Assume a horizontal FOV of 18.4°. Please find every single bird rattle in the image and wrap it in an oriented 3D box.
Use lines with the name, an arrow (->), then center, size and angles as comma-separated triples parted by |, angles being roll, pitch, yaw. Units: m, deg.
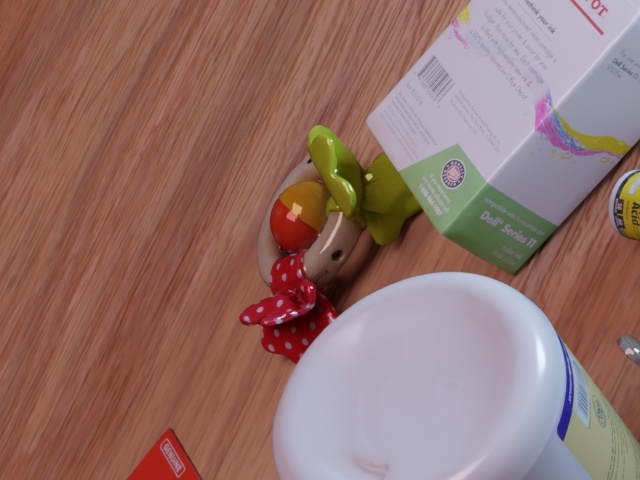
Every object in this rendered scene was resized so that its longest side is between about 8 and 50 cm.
bird rattle -> 0.000, 0.000, 2.085 | 0.253, 0.143, 0.207 | -65, 26, 15

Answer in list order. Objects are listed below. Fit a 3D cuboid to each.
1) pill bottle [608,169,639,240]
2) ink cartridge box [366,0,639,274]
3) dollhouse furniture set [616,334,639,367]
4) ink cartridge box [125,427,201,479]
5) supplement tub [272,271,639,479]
pill bottle -> 0.319, -0.024, 1.765 | 0.116, 0.065, 0.065 | 14, 78, 50
ink cartridge box -> 0.227, -0.168, 1.907 | 0.353, 0.119, 0.207 | -48, 40, 16
dollhouse furniture set -> 0.360, 0.067, 1.591 | 0.212, 0.161, 0.242 | -50, 40, 13
ink cartridge box -> -0.203, 0.357, 2.098 | 0.239, 0.060, 0.275 | -52, 40, 12
supplement tub -> 0.138, 0.206, 1.577 | 0.241, 0.331, 0.241 | -20, 45, 21
